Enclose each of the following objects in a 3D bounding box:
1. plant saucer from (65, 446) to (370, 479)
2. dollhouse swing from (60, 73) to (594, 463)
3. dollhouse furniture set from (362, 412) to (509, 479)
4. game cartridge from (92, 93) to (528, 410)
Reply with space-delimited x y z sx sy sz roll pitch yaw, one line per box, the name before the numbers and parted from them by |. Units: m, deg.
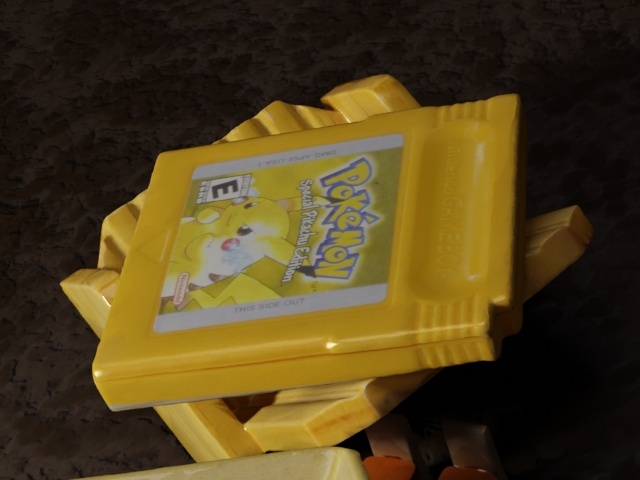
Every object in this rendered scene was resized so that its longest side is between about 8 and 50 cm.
plant saucer | -0.116 0.238 1.021 0.332 0.081 0.333 -6 12 -6
dollhouse swing | 0.000 0.000 1.366 0.347 0.305 0.315 -36 80 -19
dollhouse furniture set | 0.075 0.241 1.173 0.259 0.135 0.262 4 42 33
game cartridge | 0.001 0.001 1.271 0.323 0.053 0.285 -10 38 16
